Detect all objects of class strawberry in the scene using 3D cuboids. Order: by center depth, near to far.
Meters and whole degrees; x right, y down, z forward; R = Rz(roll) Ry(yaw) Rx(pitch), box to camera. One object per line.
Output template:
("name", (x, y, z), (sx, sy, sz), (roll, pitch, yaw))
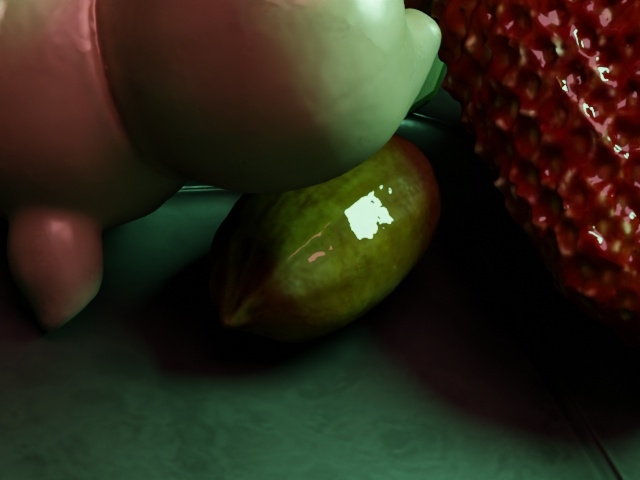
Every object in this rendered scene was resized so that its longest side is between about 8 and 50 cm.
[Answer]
("strawberry", (0.231, -0.079, 1.279), (0.312, 0.267, 0.351), (30, 45, -46))

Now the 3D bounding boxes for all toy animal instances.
("toy animal", (-0.095, -0.105, 1.162), (0.269, 0.237, 0.326), (-32, 24, -30))

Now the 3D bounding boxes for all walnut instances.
("walnut", (0.000, 0.000, 1.217), (0.115, 0.116, 0.207), (31, 47, 16))

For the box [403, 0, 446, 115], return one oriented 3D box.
("box", (-0.006, -0.193, 1.388), (0.195, 0.177, 0.148), (33, 39, 18))
